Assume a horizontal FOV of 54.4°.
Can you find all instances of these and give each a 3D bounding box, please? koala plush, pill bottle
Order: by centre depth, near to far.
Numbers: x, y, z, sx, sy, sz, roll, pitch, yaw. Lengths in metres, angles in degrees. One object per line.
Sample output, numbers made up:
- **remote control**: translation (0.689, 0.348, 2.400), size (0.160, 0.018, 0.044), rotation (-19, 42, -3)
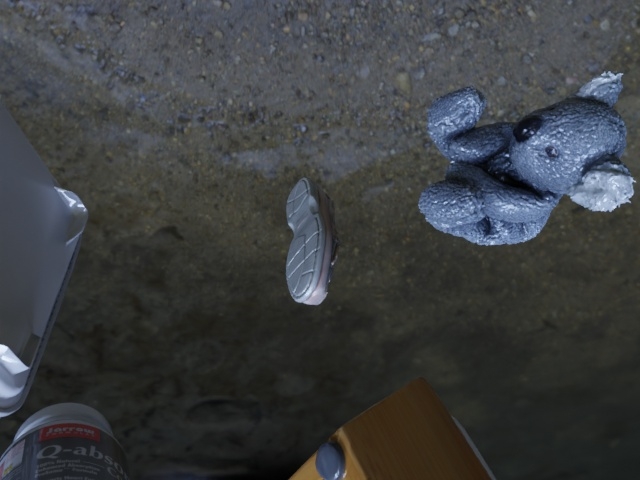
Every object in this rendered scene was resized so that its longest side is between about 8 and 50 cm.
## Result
- **koala plush**: translation (0.267, -0.100, 0.751), size (0.203, 0.196, 0.221), rotation (24, 149, -30)
- **pill bottle**: translation (-0.397, 0.406, 0.954), size (0.210, 0.363, 0.210), rotation (-5, 104, -21)

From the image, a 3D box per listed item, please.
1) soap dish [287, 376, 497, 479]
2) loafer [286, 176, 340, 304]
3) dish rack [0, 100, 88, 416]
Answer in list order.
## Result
- **soap dish**: translation (0.019, 0.268, 0.408), size (0.118, 0.229, 0.291), rotation (13, 125, -42)
- **loafer**: translation (0.000, 0.000, 0.471), size (0.039, 0.125, 0.045), rotation (26, 125, -26)
- **dish rack**: translation (-0.308, -0.025, 0.546), size (0.072, 0.333, 0.285), rotation (-18, 124, 6)
